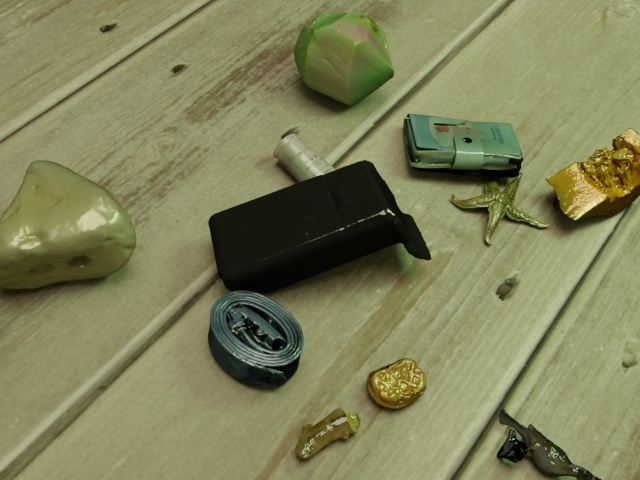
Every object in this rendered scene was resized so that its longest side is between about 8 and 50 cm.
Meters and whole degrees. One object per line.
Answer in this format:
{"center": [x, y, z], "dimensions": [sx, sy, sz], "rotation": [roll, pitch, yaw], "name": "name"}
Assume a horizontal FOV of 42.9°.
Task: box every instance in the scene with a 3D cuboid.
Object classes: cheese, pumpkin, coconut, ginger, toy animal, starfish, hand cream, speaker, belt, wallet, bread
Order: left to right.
{"center": [-0.470, -0.002, 1.495], "dimensions": [0.248, 0.173, 0.251], "rotation": [16, 51, 16], "name": "cheese"}
{"center": [-0.115, 0.178, 1.461], "dimensions": [0.190, 0.082, 0.141], "rotation": [36, 53, 20], "name": "belt"}
{"center": [0.000, 0.000, 1.569], "dimensions": [0.388, 0.184, 0.180], "rotation": [-20, 46, 1], "name": "speaker"}
{"center": [0.012, 0.325, 1.391], "dimensions": [0.137, 0.044, 0.057], "rotation": [-25, 78, -22], "name": "ginger"}
{"center": [0.032, -0.103, 1.724], "dimensions": [0.111, 0.070, 0.312], "rotation": [-35, 72, -31], "name": "hand cream"}
{"center": [0.063, -0.421, 1.877], "dimensions": [0.236, 0.236, 0.204], "rotation": [22, 87, 9], "name": "coconut"}
{"center": [0.137, 0.257, 1.458], "dimensions": [0.111, 0.044, 0.083], "rotation": [-20, 59, -25], "name": "bread"}
{"center": [0.317, -0.214, 1.823], "dimensions": [0.250, 0.075, 0.176], "rotation": [4, 38, -5], "name": "wallet"}
{"center": [0.392, -0.076, 1.758], "dimensions": [0.217, 0.050, 0.223], "rotation": [23, 58, 1], "name": "starfish"}
{"center": [0.388, 0.367, 1.394], "dimensions": [0.202, 0.070, 0.105], "rotation": [25, 34, 16], "name": "toy animal"}
{"center": [0.610, -0.122, 1.778], "dimensions": [0.248, 0.126, 0.131], "rotation": [-27, 67, -4], "name": "pumpkin"}
